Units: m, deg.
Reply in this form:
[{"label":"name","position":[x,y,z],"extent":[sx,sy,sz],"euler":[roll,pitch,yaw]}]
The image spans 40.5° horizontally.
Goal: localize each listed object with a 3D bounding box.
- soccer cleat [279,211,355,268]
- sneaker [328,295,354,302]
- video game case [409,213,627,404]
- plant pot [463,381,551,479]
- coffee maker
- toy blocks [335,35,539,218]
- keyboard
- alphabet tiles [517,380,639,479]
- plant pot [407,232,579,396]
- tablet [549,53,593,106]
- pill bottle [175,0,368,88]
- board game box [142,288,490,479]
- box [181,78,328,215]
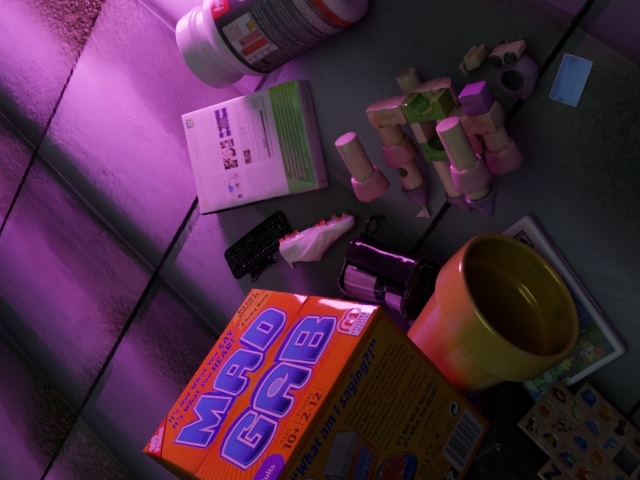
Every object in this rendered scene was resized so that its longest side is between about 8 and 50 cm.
[{"label":"soccer cleat","position":[0.000,0.000,1.819],"extent":[0.196,0.068,0.076],"euler":[-22,100,33]},{"label":"sneaker","position":[0.006,0.170,1.817],"extent":[0.276,0.097,0.135],"euler":[19,90,38]},{"label":"video game case","position":[0.352,0.164,1.637],"extent":[0.329,0.036,0.300],"euler":[-40,76,28]},{"label":"plant pot","position":[0.324,0.396,1.571],"extent":[0.187,0.167,0.188],"euler":[47,116,-4]},{"label":"coffee maker","position":[0.139,0.051,1.684],"extent":[0.178,0.120,0.171],"euler":[17,104,42]},{"label":"toy blocks","position":[0.246,-0.162,1.584],"extent":[0.288,0.309,0.260],"euler":[-3,128,43]},{"label":"keyboard","position":[-0.139,0.022,1.918],"extent":[0.192,0.038,0.100],"euler":[-37,77,30]},{"label":"alphabet tiles","position":[0.465,0.367,1.507],"extent":[0.237,0.198,0.009],"euler":[45,156,12]},{"label":"plant pot","position":[0.280,0.153,1.528],"extent":[0.254,0.254,0.239],"euler":[55,134,14]},{"label":"tablet","position":[0.444,-0.284,1.538],"extent":[0.054,0.006,0.083],"euler":[26,108,27]},{"label":"pill bottle","position":[-0.103,-0.456,1.731],"extent":[0.362,0.210,0.210],"euler":[-24,84,31]},{"label":"board game box","position":[-0.003,0.340,1.495],"extent":[0.356,0.357,0.356],"euler":[4,143,51]},{"label":"box","position":[-0.146,-0.196,1.884],"extent":[0.321,0.058,0.233],"euler":[-10,91,33]}]
